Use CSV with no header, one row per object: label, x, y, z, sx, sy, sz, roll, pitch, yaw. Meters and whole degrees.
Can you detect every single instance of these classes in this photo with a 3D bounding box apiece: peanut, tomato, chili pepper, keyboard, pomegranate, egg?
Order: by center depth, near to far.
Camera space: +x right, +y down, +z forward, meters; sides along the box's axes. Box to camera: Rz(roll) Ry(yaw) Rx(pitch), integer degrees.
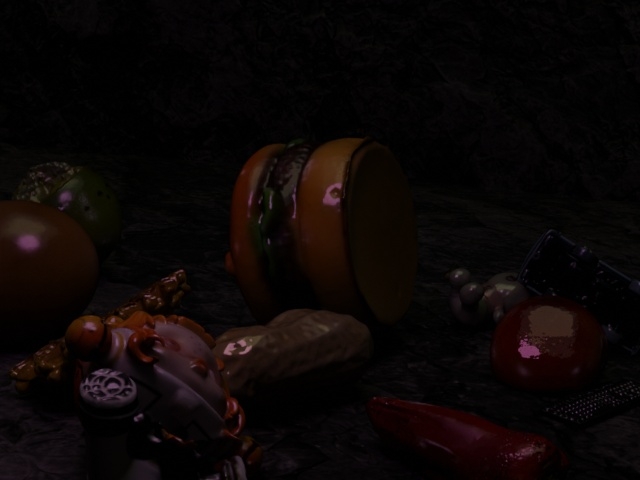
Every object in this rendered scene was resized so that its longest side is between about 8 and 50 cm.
chili pepper,0.209,0.284,1.343,0.110,0.110,0.388,-9,17,-43
peanut,-0.054,0.186,1.592,0.313,0.152,0.152,-10,19,-39
keyboard,0.463,0.264,1.685,0.251,0.017,0.087,-9,19,-42
egg,-0.552,0.053,1.793,0.323,0.250,0.250,1,13,5
tomato,0.401,0.171,1.797,0.201,0.139,0.233,1,12,21
pomegranate,-0.566,-0.021,2.183,0.261,0.260,0.340,7,45,16

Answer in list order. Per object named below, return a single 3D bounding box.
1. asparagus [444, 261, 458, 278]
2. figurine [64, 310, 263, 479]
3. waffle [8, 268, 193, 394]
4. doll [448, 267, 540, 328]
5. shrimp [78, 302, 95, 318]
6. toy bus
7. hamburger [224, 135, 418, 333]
asparagus,0.317,0.072,2.460,0.015,0.018,0.127,41,20,5
figurine,-0.219,0.216,1.322,0.320,0.196,0.323,44,10,-20
waffle,-0.340,0.150,1.583,0.293,0.069,0.260,-30,5,20
doll,0.367,0.123,2.079,0.275,0.113,0.155,3,22,-34
shrimp,-0.539,0.124,1.982,0.195,0.035,0.148,18,21,41
toy bus,0.522,0.091,2.000,0.271,0.133,0.165,32,7,1
hamburger,0.000,0.000,1.899,0.278,0.395,0.396,-4,9,25
